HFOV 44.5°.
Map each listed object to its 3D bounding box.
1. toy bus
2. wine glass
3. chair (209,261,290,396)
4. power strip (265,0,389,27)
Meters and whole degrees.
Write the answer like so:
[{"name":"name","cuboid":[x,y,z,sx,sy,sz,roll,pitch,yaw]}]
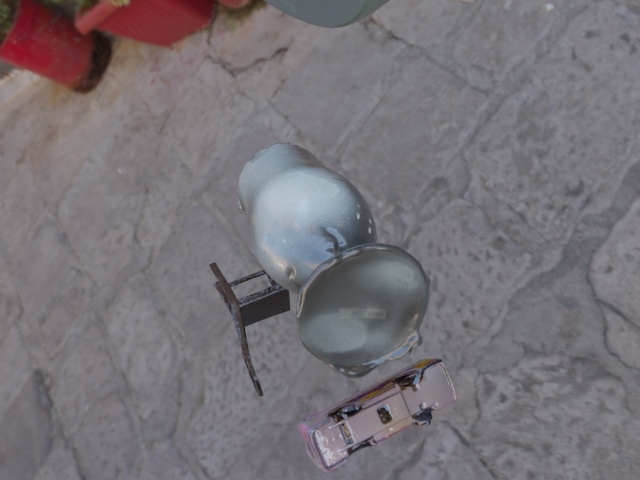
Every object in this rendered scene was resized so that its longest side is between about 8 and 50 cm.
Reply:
[{"name":"toy bus","cuboid":[0.093,0.293,1.330,0.112,0.274,0.090,-16,96,67]},{"name":"wine glass","cuboid":[0.000,0.000,0.604,0.103,0.103,0.222,-52,31,12]},{"name":"chair","cuboid":[-0.085,0.121,1.185,0.101,0.084,0.212,-21,63,-11]},{"name":"power strip","cuboid":[-0.013,-0.188,0.383,0.054,0.167,0.253,-46,14,-11]}]
